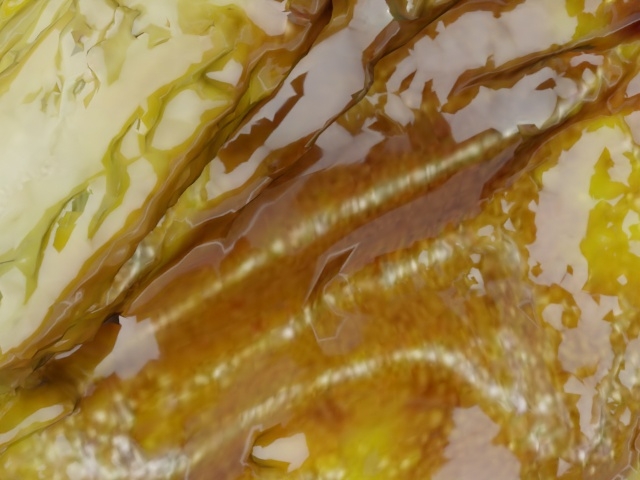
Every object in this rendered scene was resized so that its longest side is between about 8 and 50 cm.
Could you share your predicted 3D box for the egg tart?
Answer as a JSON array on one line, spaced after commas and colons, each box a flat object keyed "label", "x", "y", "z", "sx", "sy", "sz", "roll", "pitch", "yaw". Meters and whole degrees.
[{"label": "egg tart", "x": 0.000, "y": 0.000, "z": 0.643, "sx": 0.351, "sy": 0.339, "sz": 0.153, "roll": -55, "pitch": 39, "yaw": 1}]
